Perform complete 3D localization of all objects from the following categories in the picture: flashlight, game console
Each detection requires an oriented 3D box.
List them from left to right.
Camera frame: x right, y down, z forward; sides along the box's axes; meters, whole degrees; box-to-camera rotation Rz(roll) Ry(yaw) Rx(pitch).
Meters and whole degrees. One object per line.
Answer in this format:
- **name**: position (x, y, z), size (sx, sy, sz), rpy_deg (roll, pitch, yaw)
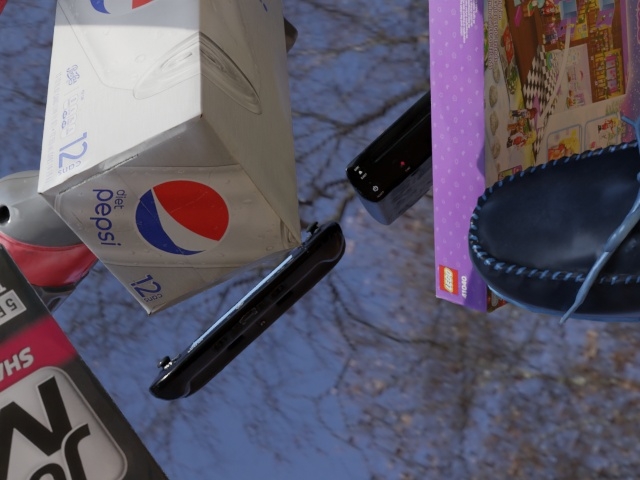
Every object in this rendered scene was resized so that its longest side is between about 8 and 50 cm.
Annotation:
- **flashlight**: position (-0.150, -0.068, 1.042), size (0.103, 0.103, 0.304), rpy_deg (-4, -37, -48)
- **game console**: position (0.000, 0.000, 1.203), size (0.361, 0.213, 0.044), rpy_deg (-43, -96, 0)

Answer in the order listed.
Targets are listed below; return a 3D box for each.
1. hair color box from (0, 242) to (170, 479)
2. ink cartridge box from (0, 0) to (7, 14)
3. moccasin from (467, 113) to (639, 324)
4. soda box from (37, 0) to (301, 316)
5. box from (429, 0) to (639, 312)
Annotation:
- **hair color box**: position (-0.130, 0.208, 0.731), size (0.185, 0.113, 0.374), rpy_deg (-32, -103, -23)
- **ink cartridge box**: position (-0.234, -0.357, 0.840), size (0.279, 0.160, 0.385), rpy_deg (45, -117, -54)
- **moccasin**: position (0.244, -0.035, 0.896), size (0.117, 0.342, 0.138), rpy_deg (42, -136, -56)
- **soda box**: position (-0.077, -0.104, 0.797), size (0.091, 0.286, 0.098), rpy_deg (-24, -51, 16)
- **box**: position (0.167, -0.114, 1.097), size (0.201, 0.057, 0.293), rpy_deg (-18, -66, -37)
